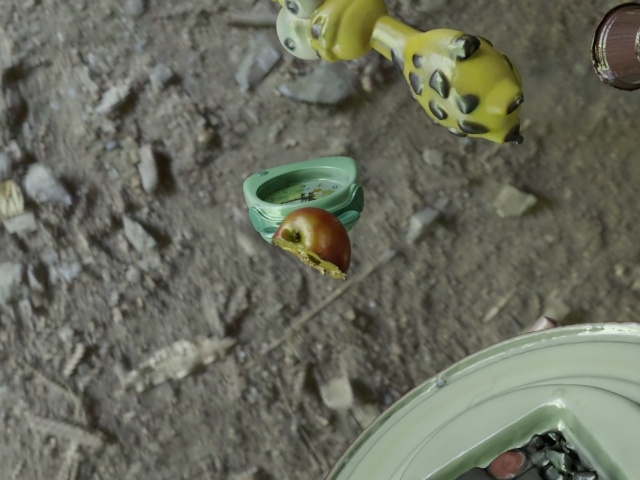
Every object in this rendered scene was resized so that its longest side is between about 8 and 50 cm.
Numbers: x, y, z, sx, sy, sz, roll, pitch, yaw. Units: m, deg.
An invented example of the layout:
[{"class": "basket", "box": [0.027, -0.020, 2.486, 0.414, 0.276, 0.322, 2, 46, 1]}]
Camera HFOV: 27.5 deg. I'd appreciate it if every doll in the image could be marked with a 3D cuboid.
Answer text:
[{"class": "doll", "box": [0.057, -0.173, 1.135, 0.086, 0.291, 0.117, -43, 153, -28]}]

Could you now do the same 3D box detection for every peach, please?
[{"class": "peach", "box": [0.000, 0.000, 1.385, 0.098, 0.098, 0.061, 30, 83, -26]}]

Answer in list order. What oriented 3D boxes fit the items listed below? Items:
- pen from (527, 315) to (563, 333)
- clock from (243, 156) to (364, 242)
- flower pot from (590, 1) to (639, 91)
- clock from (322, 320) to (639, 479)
[{"class": "pen", "box": [0.205, 0.168, 1.493, 0.197, 0.032, 0.053, -52, 149, 14]}, {"class": "clock", "box": [-0.019, -0.042, 1.608, 0.148, 0.188, 0.060, -10, 113, 1]}, {"class": "flower pot", "box": [0.395, -0.235, 1.577, 0.111, 0.089, 0.111, -2, 97, -20]}, {"class": "clock", "box": [0.123, 0.163, 0.733, 0.318, 0.318, 0.080, -32, 124, -5]}]
